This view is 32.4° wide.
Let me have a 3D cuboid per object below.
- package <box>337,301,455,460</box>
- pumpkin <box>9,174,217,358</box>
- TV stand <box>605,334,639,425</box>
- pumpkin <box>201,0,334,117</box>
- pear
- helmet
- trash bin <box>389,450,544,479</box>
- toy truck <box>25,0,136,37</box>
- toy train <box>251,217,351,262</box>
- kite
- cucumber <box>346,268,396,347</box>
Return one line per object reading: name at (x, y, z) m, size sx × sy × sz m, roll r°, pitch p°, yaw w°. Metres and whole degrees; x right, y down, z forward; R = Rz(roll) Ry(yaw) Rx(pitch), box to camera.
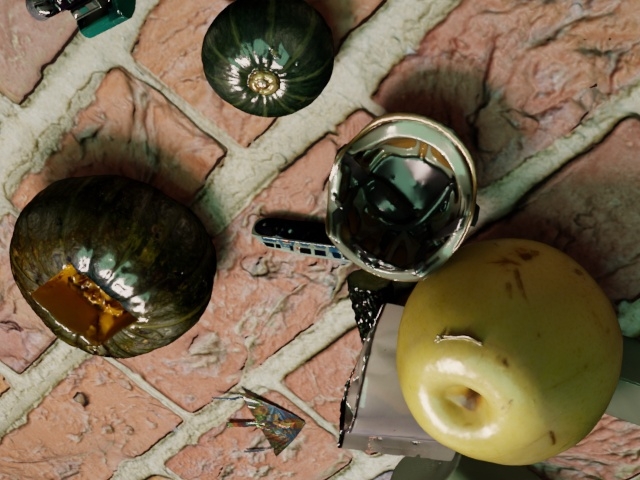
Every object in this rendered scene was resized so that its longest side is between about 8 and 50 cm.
package at (0.145, 0.214, 1.654) m, size 0.203 × 0.062 × 0.251 m, roll 10°, pitch 111°, yaw -18°
pumpkin at (-0.317, 0.039, 1.664) m, size 0.320 × 0.192 × 0.321 m, roll 12°, pitch 131°, yaw 15°
TV stand at (0.516, 0.223, 1.547) m, size 0.269 × 0.088 × 0.083 m, roll 18°, pitch 134°, yaw 8°
pumpkin at (-0.062, -0.230, 1.365) m, size 0.167 × 0.125 × 0.167 m, roll 8°, pitch 128°, yaw 10°
pear at (0.242, 0.149, 1.448) m, size 0.309 × 0.309 × 0.309 m, roll 12°, pitch 133°, yaw 13°
helmet at (0.112, -0.063, 1.432) m, size 0.198 × 0.130 × 0.224 m, roll 23°, pitch 107°, yaw 6°
trash bin at (0.293, 0.483, 1.821) m, size 0.343 × 0.158 × 0.223 m, roll 40°, pitch 133°, yaw -12°
toy truck at (-0.330, -0.370, 1.358) m, size 0.114 × 0.124 × 0.253 m, roll -18°, pitch 119°, yaw 33°
toy train at (0.000, 0.000, 1.598) m, size 0.207 × 0.043 × 0.047 m, roll 9°, pitch 136°, yaw 16°
kite at (-0.097, 0.323, 1.948) m, size 0.160 × 0.010 × 0.183 m, roll -7°, pitch 130°, yaw 23°
cucumber at (0.100, 0.164, 1.680) m, size 0.072 × 0.072 × 0.300 m, roll 1°, pitch 129°, yaw 22°
